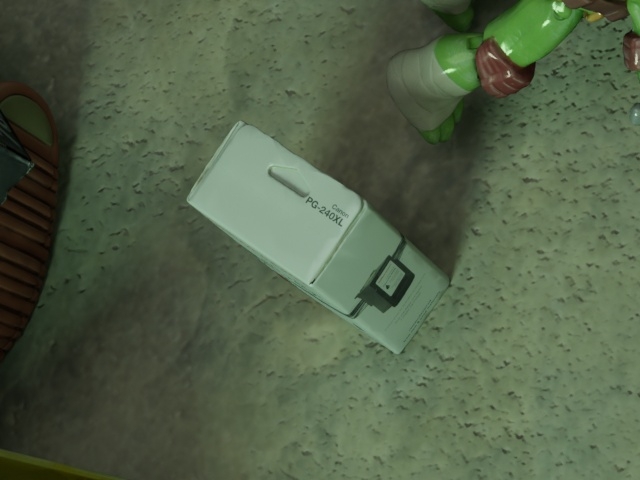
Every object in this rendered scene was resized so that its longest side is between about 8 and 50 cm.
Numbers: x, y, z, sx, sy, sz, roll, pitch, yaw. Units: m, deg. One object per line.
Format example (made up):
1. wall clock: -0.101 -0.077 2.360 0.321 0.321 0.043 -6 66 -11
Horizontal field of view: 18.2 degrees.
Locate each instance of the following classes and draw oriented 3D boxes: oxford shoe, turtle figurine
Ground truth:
1. oxford shoe: -0.307 0.065 1.354 0.146 0.140 0.397 16 76 35
2. turtle figurine: 0.192 -0.141 1.226 0.266 0.275 0.197 -14 88 40

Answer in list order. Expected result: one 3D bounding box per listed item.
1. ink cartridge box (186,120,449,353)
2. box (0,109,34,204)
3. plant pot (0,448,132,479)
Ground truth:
1. ink cartridge box: 0.000 0.000 1.229 0.109 0.150 0.063 33 87 30
2. box: -0.345 -0.030 1.310 0.293 0.073 0.295 -49 43 11
3. plant pot: -0.197 0.264 1.201 0.187 0.212 0.212 -22 64 29
